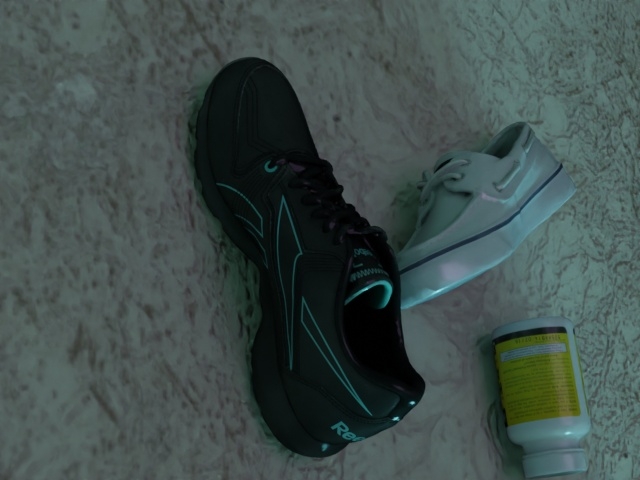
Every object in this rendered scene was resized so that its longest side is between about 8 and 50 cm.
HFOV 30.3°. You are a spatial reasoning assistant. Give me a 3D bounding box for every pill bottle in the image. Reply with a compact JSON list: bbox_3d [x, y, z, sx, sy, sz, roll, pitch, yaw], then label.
[{"bbox_3d":[0.171,0.121,0.902,0.065,0.065,0.116,8,68,-42],"label":"pill bottle"}]

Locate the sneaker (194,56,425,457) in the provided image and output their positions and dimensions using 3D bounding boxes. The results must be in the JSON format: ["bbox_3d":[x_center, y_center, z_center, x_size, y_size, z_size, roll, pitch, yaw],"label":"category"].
[{"bbox_3d":[0.000,0.000,0.760,0.101,0.106,0.267,-7,78,-44],"label":"sneaker"}]

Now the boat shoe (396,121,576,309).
[{"bbox_3d":[0.109,-0.025,0.895,0.084,0.095,0.258,59,34,-2],"label":"boat shoe"}]
